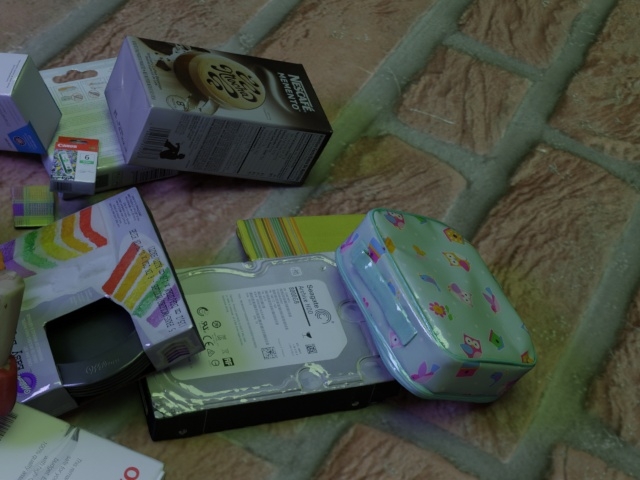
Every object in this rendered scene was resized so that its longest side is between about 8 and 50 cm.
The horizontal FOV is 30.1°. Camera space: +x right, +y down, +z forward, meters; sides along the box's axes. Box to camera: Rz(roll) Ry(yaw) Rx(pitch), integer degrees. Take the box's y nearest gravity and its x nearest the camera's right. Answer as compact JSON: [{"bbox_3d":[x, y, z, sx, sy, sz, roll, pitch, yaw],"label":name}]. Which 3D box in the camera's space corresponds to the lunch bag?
[{"bbox_3d":[0.145,0.085,1.609,0.224,0.108,0.279,7,43,-42],"label":"lunch bag"}]

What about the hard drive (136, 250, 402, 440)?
[{"bbox_3d":[-0.082,0.130,1.590,0.339,0.064,0.237,-5,50,-19],"label":"hard drive"}]

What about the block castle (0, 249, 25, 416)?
[{"bbox_3d":[-0.533,0.034,1.379,0.303,0.212,0.453,3,29,-29],"label":"block castle"}]

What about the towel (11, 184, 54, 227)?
[{"bbox_3d":[-0.412,-0.049,1.714,0.060,0.009,0.083,-1,49,-16],"label":"towel"}]

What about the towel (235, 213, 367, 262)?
[{"bbox_3d":[0.000,0.000,1.749,0.237,0.021,0.102,-3,38,-17],"label":"towel"}]

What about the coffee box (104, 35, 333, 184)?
[{"bbox_3d":[-0.153,-0.192,1.786,0.297,0.119,0.168,4,44,-31],"label":"coffee box"}]

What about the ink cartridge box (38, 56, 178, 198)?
[{"bbox_3d":[-0.343,-0.175,1.818,0.189,0.066,0.232,-15,49,-25],"label":"ink cartridge box"}]

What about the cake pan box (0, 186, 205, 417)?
[{"bbox_3d":[-0.301,0.085,1.523,0.246,0.070,0.267,-24,54,-3],"label":"cake pan box"}]

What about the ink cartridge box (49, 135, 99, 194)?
[{"bbox_3d":[-0.350,-0.116,1.706,0.063,0.029,0.115,4,48,-9],"label":"ink cartridge box"}]

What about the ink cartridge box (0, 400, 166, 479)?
[{"bbox_3d":[-0.343,0.303,1.326,0.283,0.117,0.207,21,46,7],"label":"ink cartridge box"}]

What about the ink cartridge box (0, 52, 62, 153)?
[{"bbox_3d":[-0.489,-0.201,1.710,0.191,0.139,0.082,5,58,15],"label":"ink cartridge box"}]
